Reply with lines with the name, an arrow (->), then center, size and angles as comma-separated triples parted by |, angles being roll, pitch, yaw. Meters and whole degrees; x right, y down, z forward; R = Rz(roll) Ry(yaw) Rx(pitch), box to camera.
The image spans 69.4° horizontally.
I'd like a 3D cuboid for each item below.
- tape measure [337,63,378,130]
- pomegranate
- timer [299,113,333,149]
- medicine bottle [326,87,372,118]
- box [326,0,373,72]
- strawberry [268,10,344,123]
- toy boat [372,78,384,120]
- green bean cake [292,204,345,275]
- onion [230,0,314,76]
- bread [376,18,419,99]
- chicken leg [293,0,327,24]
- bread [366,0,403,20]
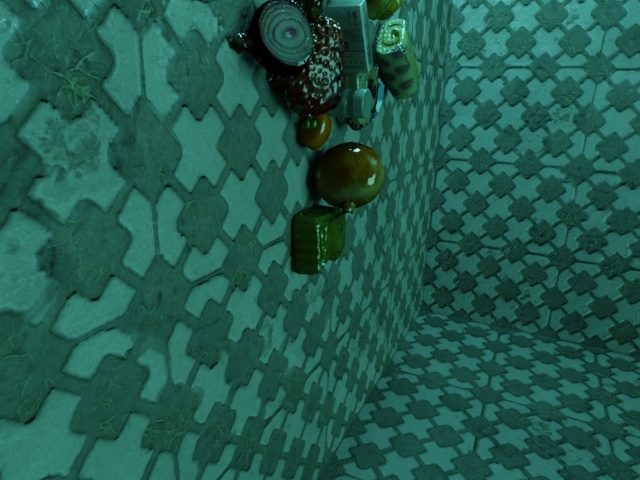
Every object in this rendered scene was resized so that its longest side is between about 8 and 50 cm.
tape measure -> 0.162, -0.570, 1.838 | 0.271, 0.133, 0.231 | -48, 140, -55
pomegranate -> 0.105, -0.218, 1.684 | 0.229, 0.252, 0.270 | 86, 1, -66
timer -> -0.022, -0.373, 1.539 | 0.136, 0.099, 0.136 | -27, 123, -50
medicine bottle -> 0.091, -0.492, 1.653 | 0.105, 0.168, 0.104 | -38, 133, -56
box -> 0.094, -0.705, 1.604 | 0.233, 0.150, 0.067 | 74, 31, -44
strawberry -> 0.003, -0.496, 1.401 | 0.280, 0.150, 0.253 | -53, 156, -11
toy boat -> 0.201, -0.609, 1.991 | 0.102, 0.088, 0.215 | 14, 86, -32
green bean cake -> 0.000, 0.000, 1.692 | 0.236, 0.124, 0.232 | -33, 129, -60
onion -> -0.134, -0.517, 1.204 | 0.218, 0.140, 0.195 | -20, 103, -19
bread -> 0.361, -0.831, 2.152 | 0.338, 0.155, 0.187 | 45, 50, -59
chicken leg -> -0.005, -0.781, 1.365 | 0.158, 0.096, 0.406 | -21, 128, -63
bread -> 0.247, -0.961, 1.781 | 0.236, 0.120, 0.198 | -168, -90, -70
